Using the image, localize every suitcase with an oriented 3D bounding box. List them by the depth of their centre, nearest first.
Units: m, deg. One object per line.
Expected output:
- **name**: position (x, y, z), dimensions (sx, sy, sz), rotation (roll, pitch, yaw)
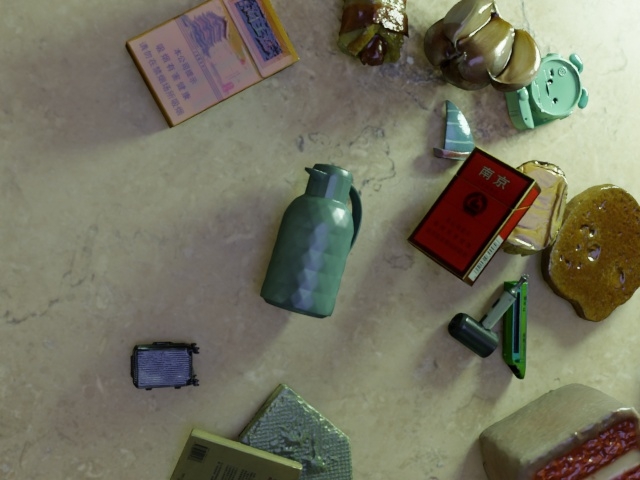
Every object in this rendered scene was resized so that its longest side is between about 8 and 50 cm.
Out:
- **suitcase**: position (-0.294, 0.235, 1.568), dimensions (0.126, 0.059, 0.086), rotation (0, 92, -15)

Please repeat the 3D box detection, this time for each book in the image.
- **book**: position (-0.169, 0.466, 1.605), dimensions (0.230, 0.026, 0.161), rotation (22, 104, -11)

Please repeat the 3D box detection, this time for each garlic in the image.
- **garlic**: position (0.311, -0.371, 1.642), dimensions (0.214, 0.160, 0.191), rotation (45, 67, -17)

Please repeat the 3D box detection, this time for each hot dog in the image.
- **hot dog**: position (0.104, -0.444, 1.609), dimensions (0.146, 0.103, 0.213), rotation (-2, 93, -14)

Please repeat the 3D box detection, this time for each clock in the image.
- **clock**: position (0.478, -0.321, 1.739), dimensions (0.188, 0.060, 0.148), rotation (-18, 98, -14)

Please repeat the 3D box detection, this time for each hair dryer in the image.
- **hair dryer**: position (0.360, 0.142, 1.721), dimensions (0.100, 0.057, 0.198), rotation (37, 98, -15)

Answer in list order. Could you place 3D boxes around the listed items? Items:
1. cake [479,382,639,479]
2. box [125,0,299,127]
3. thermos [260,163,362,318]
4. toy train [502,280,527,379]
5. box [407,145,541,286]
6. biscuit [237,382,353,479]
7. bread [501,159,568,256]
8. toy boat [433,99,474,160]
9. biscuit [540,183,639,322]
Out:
- **cake**: position (0.508, 0.462, 1.711), dimensions (0.308, 0.230, 0.237), rotation (-26, 98, -12)
- **box**: position (-0.201, -0.349, 1.547), dimensions (0.274, 0.076, 0.174), rotation (-30, 102, -11)
- **thermos**: position (0.000, 0.000, 1.596), dimensions (0.182, 0.145, 0.287), rotation (19, 87, -47)
- **toy train**: position (0.408, 0.192, 1.761), dimensions (0.042, 0.044, 0.209), rotation (-1, 94, -15)
- **box**: position (0.305, -0.049, 1.650), dimensions (0.240, 0.153, 0.074), rotation (-53, 144, 1)
- **biscuit**: position (-0.029, 0.418, 1.655), dimensions (0.252, 0.052, 0.150), rotation (43, 83, -15)
- **bread**: position (0.428, -0.064, 1.718), dimensions (0.132, 0.114, 0.191), rotation (18, 80, -6)
- **toy boat**: position (0.279, -0.226, 1.706), dimensions (0.096, 0.034, 0.122), rotation (6, 91, -21)
- **biscuit**: position (0.603, 0.022, 1.800), dimensions (0.257, 0.049, 0.273), rotation (43, 84, -16)
